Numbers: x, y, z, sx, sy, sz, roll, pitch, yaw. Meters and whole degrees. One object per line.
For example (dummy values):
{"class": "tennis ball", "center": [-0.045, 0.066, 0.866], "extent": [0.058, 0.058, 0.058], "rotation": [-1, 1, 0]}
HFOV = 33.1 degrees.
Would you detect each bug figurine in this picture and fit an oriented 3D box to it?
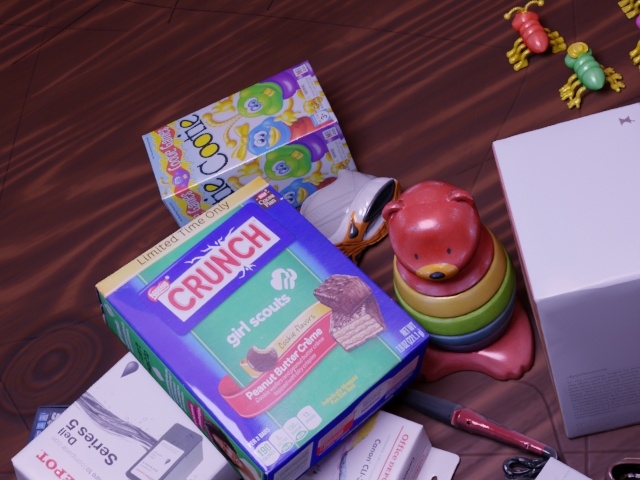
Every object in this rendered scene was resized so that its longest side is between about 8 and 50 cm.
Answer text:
{"class": "bug figurine", "center": [0.425, -0.321, 1.615], "extent": [0.279, 0.072, 0.216], "rotation": [-25, 53, 1]}

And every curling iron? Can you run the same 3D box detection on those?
{"class": "curling iron", "center": [0.176, 0.235, 1.344], "extent": [0.274, 0.035, 0.068], "rotation": [27, 69, 31]}

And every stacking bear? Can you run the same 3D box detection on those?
{"class": "stacking bear", "center": [0.158, 0.038, 1.325], "extent": [0.175, 0.289, 0.164], "rotation": [-4, 56, 17]}

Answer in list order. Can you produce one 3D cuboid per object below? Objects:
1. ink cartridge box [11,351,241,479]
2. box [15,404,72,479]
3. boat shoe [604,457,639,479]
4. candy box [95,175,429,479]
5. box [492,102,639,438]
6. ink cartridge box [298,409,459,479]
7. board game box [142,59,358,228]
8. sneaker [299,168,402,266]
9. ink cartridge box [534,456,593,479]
{"class": "ink cartridge box", "center": [-0.214, 0.264, 1.348], "extent": [0.198, 0.115, 0.273], "rotation": [37, 61, 17]}
{"class": "box", "center": [-0.316, 0.334, 1.430], "extent": [0.183, 0.059, 0.233], "rotation": [-1, 56, 17]}
{"class": "boat shoe", "center": [0.421, 0.290, 1.201], "extent": [0.206, 0.073, 0.073], "rotation": [5, 58, 21]}
{"class": "candy box", "center": [-0.071, 0.111, 1.324], "extent": [0.268, 0.122, 0.317], "rotation": [-37, 66, -24]}
{"class": "box", "center": [0.321, 0.048, 1.228], "extent": [0.168, 0.345, 0.215], "rotation": [-14, 53, 9]}
{"class": "ink cartridge box", "center": [0.060, 0.272, 1.339], "extent": [0.198, 0.067, 0.115], "rotation": [15, 62, 27]}
{"class": "board game box", "center": [-0.104, -0.126, 1.619], "extent": [0.275, 0.142, 0.144], "rotation": [-25, 53, 1]}
{"class": "sneaker", "center": [0.000, 0.000, 1.539], "extent": [0.121, 0.099, 0.262], "rotation": [24, 60, 39]}
{"class": "ink cartridge box", "center": [0.308, 0.317, 1.196], "extent": [0.150, 0.109, 0.063], "rotation": [28, 70, 32]}
